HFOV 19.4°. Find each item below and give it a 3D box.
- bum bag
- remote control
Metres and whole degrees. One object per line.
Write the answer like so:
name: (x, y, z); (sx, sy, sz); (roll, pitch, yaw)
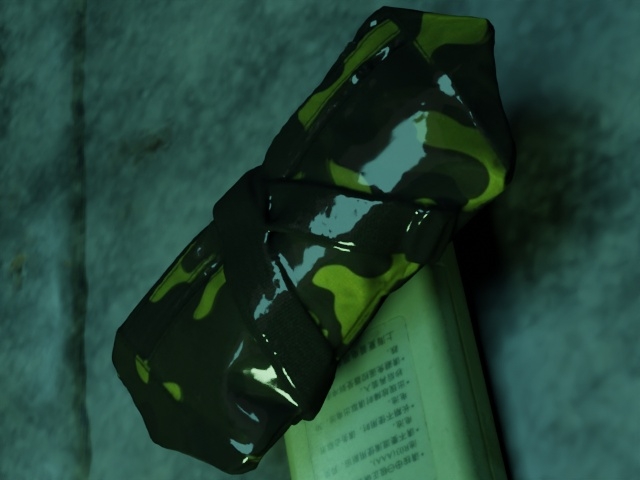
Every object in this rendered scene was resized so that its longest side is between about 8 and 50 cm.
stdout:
bum bag: (0.000, 0.000, 0.792); (0.232, 0.060, 0.106); (-51, 55, 14)
remote control: (0.027, 0.078, 0.799); (0.098, 0.038, 0.233); (-31, 52, 29)
